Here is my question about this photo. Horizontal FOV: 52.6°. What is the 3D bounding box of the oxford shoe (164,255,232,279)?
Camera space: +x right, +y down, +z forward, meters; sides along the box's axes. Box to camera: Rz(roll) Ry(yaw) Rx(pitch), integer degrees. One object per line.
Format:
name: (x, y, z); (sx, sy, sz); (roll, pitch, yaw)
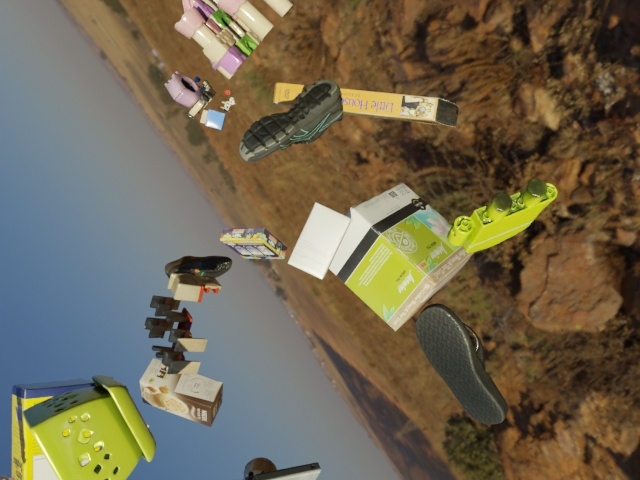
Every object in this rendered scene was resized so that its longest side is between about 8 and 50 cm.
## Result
oxford shoe: (-0.396, 0.076, 2.104); (0.096, 0.227, 0.082); (40, 127, 45)

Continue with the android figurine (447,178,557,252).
android figurine: (0.400, -0.049, 1.437); (0.273, 0.249, 0.056); (91, 155, -71)

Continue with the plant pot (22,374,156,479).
plant pot: (-0.509, 0.436, 1.451); (0.228, 0.207, 0.227); (-7, 111, 60)

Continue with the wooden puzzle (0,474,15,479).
wooden puzzle: (-0.715, 0.547, 1.454); (0.049, 0.083, 0.006); (50, -159, -36)

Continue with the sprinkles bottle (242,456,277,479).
sprinkles bottle: (-0.209, 0.848, 2.114); (0.121, 0.121, 0.355); (54, -175, -9)

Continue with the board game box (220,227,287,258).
board game box: (-0.216, 0.010, 2.101); (0.171, 0.048, 0.141); (0, 152, 32)

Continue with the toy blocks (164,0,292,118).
toy blocks: (-0.273, -0.517, 1.524); (0.260, 0.309, 0.288); (40, -151, -15)

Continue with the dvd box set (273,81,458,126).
dvd box set: (0.130, -0.356, 1.705); (0.421, 0.062, 0.308); (11, -169, 20)

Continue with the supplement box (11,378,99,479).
supplement box: (-0.736, 0.575, 1.797); (0.195, 0.194, 0.356); (-13, 78, 55)

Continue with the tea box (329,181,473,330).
tea box: (0.235, 0.037, 1.934); (0.323, 0.220, 0.329); (43, -144, 13)

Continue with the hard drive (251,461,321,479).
hard drive: (-0.075, 0.468, 1.240); (0.022, 0.135, 0.094); (60, 138, 41)

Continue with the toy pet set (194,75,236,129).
toy pet set: (-0.270, -0.347, 1.668); (0.065, 0.114, 0.122); (19, -174, 37)

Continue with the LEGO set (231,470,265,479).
LEGO set: (-0.167, 0.811, 1.782); (0.331, 0.255, 0.191); (-121, 29, -74)

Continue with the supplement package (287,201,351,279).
supplement package: (0.000, 0.000, 1.730); (0.105, 0.179, 0.105); (26, -177, 4)

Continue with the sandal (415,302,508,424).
sandal: (0.414, 0.346, 1.890); (0.168, 0.107, 0.445); (-9, 120, 43)

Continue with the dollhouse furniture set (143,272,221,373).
dollhouse furniture set: (-0.396, 0.231, 1.907); (0.135, 0.258, 0.262); (9, -162, -33)

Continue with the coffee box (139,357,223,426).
coffee box: (-0.449, 0.494, 2.106); (0.247, 0.098, 0.141); (17, 138, 7)

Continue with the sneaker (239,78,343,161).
sneaker: (-0.056, -0.246, 1.451); (0.101, 0.267, 0.106); (52, 173, 37)

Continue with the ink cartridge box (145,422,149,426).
ink cartridge box: (-0.634, 0.567, 2.007); (0.104, 0.060, 0.180); (15, 166, 34)
